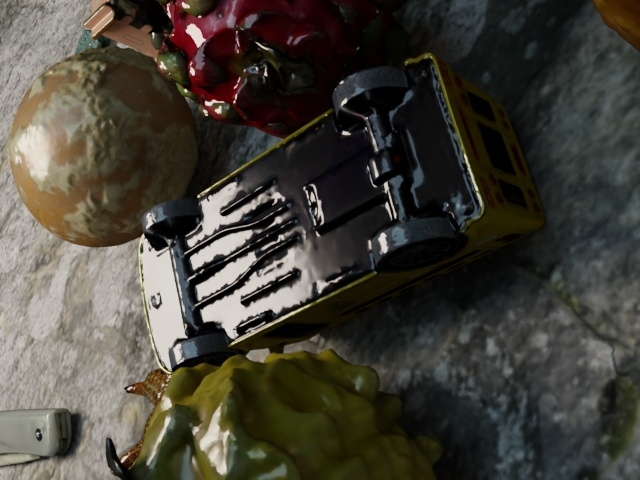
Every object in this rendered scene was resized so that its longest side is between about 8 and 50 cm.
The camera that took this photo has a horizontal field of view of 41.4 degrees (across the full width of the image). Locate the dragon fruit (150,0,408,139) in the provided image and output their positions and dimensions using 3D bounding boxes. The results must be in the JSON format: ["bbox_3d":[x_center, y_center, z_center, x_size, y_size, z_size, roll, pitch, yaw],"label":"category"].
[{"bbox_3d":[-0.021,-0.171,0.718,0.218,0.273,0.198,-33,69,27],"label":"dragon fruit"}]

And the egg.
[{"bbox_3d":[-0.236,-0.093,0.921,0.245,0.203,0.203,-59,39,44],"label":"egg"}]

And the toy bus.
[{"bbox_3d":[0.000,0.000,0.680,0.331,0.151,0.145,-29,67,33],"label":"toy bus"}]

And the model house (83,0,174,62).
[{"bbox_3d":[-0.180,-0.413,1.010,0.244,0.169,0.326,-25,57,35],"label":"model house"}]

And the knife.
[{"bbox_3d":[-0.394,0.250,1.071,0.266,0.041,0.073,-16,75,41],"label":"knife"}]

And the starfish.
[{"bbox_3d":[-0.134,0.157,0.829,0.238,0.057,0.213,-15,72,42],"label":"starfish"}]

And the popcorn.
[{"bbox_3d":[-0.035,0.191,0.593,0.249,0.225,0.249,-12,71,39],"label":"popcorn"}]

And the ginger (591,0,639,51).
[{"bbox_3d":[0.180,-0.258,0.460,0.418,0.176,0.254,49,125,3],"label":"ginger"}]

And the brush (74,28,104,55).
[{"bbox_3d":[-0.367,-0.212,1.229,0.070,0.021,0.196,37,102,48],"label":"brush"}]
